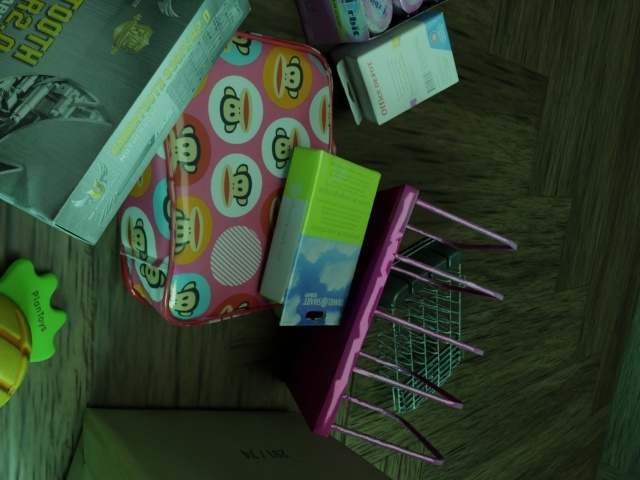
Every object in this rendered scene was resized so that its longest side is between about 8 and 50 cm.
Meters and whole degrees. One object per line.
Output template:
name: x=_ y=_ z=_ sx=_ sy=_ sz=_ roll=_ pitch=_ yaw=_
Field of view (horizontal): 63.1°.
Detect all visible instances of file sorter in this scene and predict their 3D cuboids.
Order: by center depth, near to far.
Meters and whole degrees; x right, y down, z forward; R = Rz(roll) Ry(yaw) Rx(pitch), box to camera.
file sorter: x=0.102 y=0.104 z=0.681 sx=0.182 sy=0.202 sz=0.291 roll=22 pitch=86 yaw=-11

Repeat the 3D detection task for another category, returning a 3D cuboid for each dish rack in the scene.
dish rack: x=0.171 y=0.151 z=0.902 sx=0.208 sy=0.074 sz=0.272 roll=-26 pitch=120 yaw=-35

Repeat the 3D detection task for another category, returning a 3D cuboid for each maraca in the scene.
maraca: x=-0.289 y=0.089 z=0.431 sx=0.186 sy=0.099 sz=0.127 roll=-45 pitch=142 yaw=-57

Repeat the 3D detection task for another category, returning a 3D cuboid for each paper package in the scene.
paper package: x=-0.071 y=0.313 z=0.548 sx=0.324 sy=0.309 sz=0.168 roll=20 pitch=88 yaw=-44

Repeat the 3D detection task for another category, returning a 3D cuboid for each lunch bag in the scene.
lunch bag: x=-0.078 y=-0.069 z=0.565 sx=0.258 sy=0.120 sz=0.293 roll=-8 pitch=106 yaw=-43

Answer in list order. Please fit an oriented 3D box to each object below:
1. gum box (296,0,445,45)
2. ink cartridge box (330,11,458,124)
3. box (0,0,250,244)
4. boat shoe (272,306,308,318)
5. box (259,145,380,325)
gum box: x=0.076 y=-0.307 z=0.652 sx=0.188 sy=0.107 sz=0.062 roll=-37 pitch=125 yaw=-30
ink cartridge box: x=0.087 y=-0.223 z=0.677 sx=0.143 sy=0.090 sz=0.092 roll=-29 pitch=122 yaw=-8
box: x=-0.191 y=-0.137 z=0.397 sx=0.231 sy=0.183 sz=0.056 roll=-60 pitch=166 yaw=-12
boat shoe: x=-0.010 y=0.043 z=0.711 sx=0.056 sy=0.048 sz=0.153 roll=45 pitch=71 yaw=-41
box: x=0.000 y=0.000 z=0.559 sx=0.109 sy=0.042 sz=0.178 roll=10 pitch=95 yaw=-50
